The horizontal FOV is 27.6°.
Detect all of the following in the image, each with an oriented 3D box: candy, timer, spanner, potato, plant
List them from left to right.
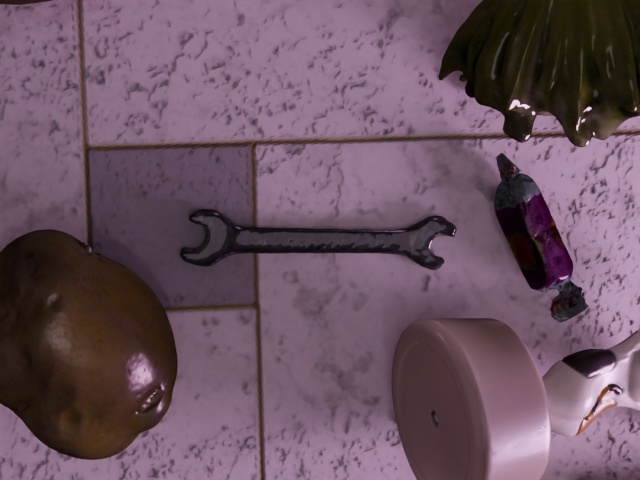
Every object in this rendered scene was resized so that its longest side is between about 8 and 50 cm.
[{"bbox_3d":[-0.213,0.088,1.114,0.200,0.137,0.154,44,120,-11],"label":"potato"},{"bbox_3d":[0.000,0.000,1.187,0.254,0.015,0.054,1,97,-8],"label":"spanner"},{"bbox_3d":[0.197,0.000,1.202,0.043,0.045,0.175,-33,101,-37],"label":"candy"},{"bbox_3d":[0.218,0.137,1.183,0.266,0.175,0.175,-9,99,-21],"label":"timer"},{"bbox_3d":[0.229,-0.241,1.105,0.251,0.180,0.333,2,94,3],"label":"plant"}]

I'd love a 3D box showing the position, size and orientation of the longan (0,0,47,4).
[{"bbox_3d":[-0.234,-0.359,0.965,0.361,0.361,0.361,-1,98,-8],"label":"longan"}]
